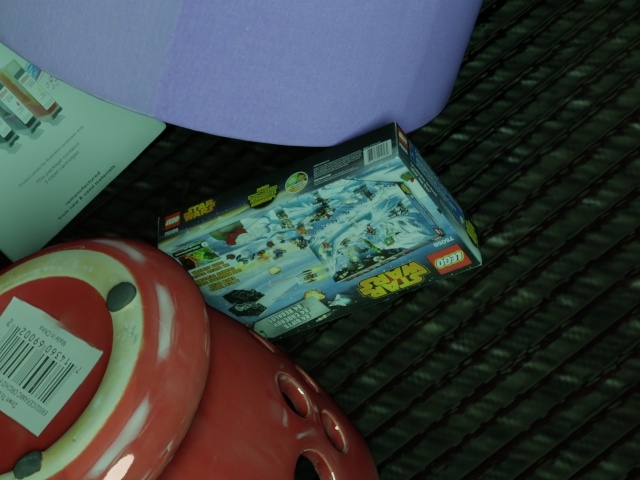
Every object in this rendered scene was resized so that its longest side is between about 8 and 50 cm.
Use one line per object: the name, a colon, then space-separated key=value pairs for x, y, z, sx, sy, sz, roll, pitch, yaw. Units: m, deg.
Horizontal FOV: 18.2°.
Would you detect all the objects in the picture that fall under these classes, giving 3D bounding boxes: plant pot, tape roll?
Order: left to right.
plant pot: x=-0.093 y=0.109 z=0.922 sx=0.191 sy=0.174 sz=0.191 roll=-21 pitch=46 yaw=23
tape roll: x=-0.049 y=-0.155 z=1.048 sx=0.275 sy=0.274 sz=0.090 roll=57 pitch=137 yaw=48

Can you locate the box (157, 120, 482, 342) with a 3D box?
box: x=0.000 y=0.000 z=1.004 sx=0.137 sy=0.094 sz=0.027 roll=-21 pitch=45 yaw=20

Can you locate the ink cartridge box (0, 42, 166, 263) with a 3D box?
ink cartridge box: x=-0.208 y=-0.101 z=1.181 sx=0.127 sy=0.176 sz=0.128 roll=-43 pitch=41 yaw=-4
